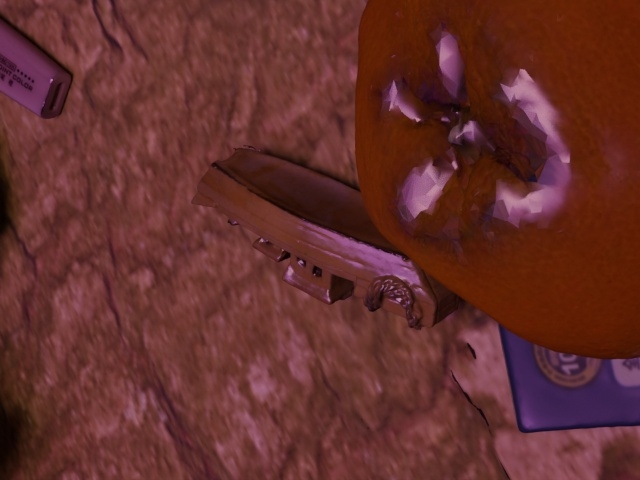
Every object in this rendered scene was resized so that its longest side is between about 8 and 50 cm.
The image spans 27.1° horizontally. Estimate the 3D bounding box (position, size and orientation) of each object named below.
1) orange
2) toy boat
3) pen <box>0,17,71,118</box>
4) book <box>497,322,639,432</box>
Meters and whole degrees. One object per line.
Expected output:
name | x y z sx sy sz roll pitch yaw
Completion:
orange | 0.122 -0.067 0.656 0.249 0.183 0.249 8 104 35
toy boat | 0.000 0.000 0.882 0.206 0.064 0.072 27 131 31
pen | -0.277 -0.164 1.062 0.197 0.032 0.053 35 117 24
book | 0.267 -0.054 0.693 0.428 0.039 0.300 -9 93 36
